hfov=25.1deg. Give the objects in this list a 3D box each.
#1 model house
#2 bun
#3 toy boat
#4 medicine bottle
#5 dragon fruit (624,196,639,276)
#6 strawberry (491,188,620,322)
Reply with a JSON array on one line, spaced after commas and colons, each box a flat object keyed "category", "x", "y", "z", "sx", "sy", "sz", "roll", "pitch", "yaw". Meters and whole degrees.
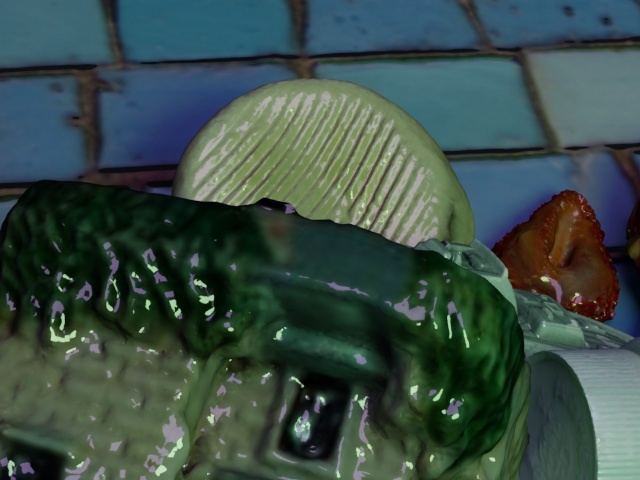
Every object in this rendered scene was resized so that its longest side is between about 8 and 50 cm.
[{"category": "model house", "x": -0.060, "y": 0.157, "z": 0.760, "sx": 0.298, "sy": 0.243, "sz": 0.284, "roll": 12, "pitch": 59, "yaw": 15}, {"category": "bun", "x": 0.000, "y": 0.000, "z": 0.984, "sx": 0.222, "sy": 0.127, "sz": 0.222, "roll": 0, "pitch": 66, "yaw": 1}, {"category": "toy boat", "x": 0.124, "y": 0.054, "z": 0.903, "sx": 0.260, "sy": 0.085, "sz": 0.078, "roll": 15, "pitch": 22, "yaw": -37}, {"category": "medicine bottle", "x": 0.235, "y": 0.126, "z": 0.860, "sx": 0.225, "sy": 0.139, "sz": 0.139, "roll": 1, "pitch": 52, "yaw": -19}, {"category": "dragon fruit", "x": 0.271, "y": 0.029, "z": 1.033, "sx": 0.125, "sy": 0.125, "sz": 0.246, "roll": 33, "pitch": 67, "yaw": -6}, {"category": "strawberry", "x": 0.174, "y": 0.017, "z": 1.051, "sx": 0.103, "sy": 0.048, "sz": 0.152, "roll": 20, "pitch": 54, "yaw": -1}]
